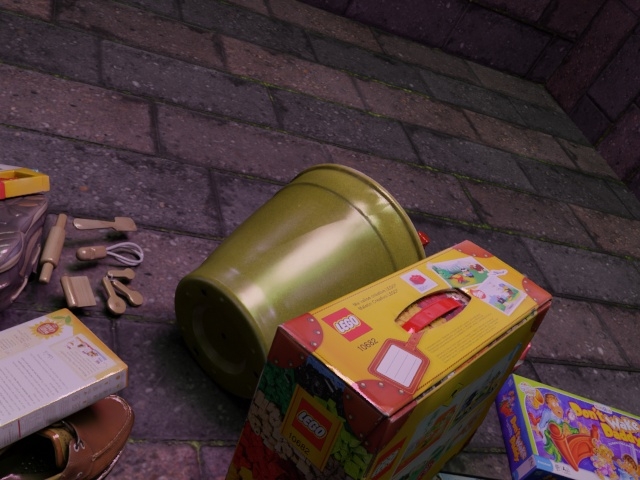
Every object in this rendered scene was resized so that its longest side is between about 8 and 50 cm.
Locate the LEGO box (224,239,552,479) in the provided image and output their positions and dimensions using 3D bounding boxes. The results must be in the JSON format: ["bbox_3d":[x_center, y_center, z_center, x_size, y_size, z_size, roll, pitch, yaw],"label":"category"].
[{"bbox_3d":[0.115,0.249,1.114,0.193,0.372,0.500,36,33,27],"label":"LEGO box"}]

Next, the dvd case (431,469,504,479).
[{"bbox_3d":[0.250,0.493,1.237,0.253,0.022,0.180,15,37,-21],"label":"dvd case"}]

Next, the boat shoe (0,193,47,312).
[{"bbox_3d":[-0.536,0.012,1.164,0.132,0.130,0.355,3,20,-10],"label":"boat shoe"}]

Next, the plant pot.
[{"bbox_3d":[-0.055,0.093,1.262,0.366,0.366,0.353,43,48,17],"label":"plant pot"}]

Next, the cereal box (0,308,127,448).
[{"bbox_3d":[-0.414,0.190,0.959,0.173,0.047,0.240,33,38,33],"label":"cereal box"}]

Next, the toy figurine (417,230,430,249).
[{"bbox_3d":[0.256,0.109,1.621,0.209,0.148,0.213,23,33,-21],"label":"toy figurine"}]

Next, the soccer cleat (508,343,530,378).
[{"bbox_3d":[0.310,0.227,1.526,0.318,0.116,0.108,15,38,-22],"label":"soccer cleat"}]

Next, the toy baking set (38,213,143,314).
[{"bbox_3d":[-0.411,0.036,1.279,0.197,0.030,0.256,30,36,-35],"label":"toy baking set"}]

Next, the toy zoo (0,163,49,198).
[{"bbox_3d":[-0.621,-0.100,1.225,0.192,0.030,0.293,13,19,31],"label":"toy zoo"}]

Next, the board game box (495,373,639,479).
[{"bbox_3d":[0.550,0.440,1.474,0.347,0.078,0.233,20,36,-15],"label":"board game box"}]

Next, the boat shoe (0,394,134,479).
[{"bbox_3d":[-0.361,0.297,0.956,0.111,0.104,0.307,36,34,10],"label":"boat shoe"}]
